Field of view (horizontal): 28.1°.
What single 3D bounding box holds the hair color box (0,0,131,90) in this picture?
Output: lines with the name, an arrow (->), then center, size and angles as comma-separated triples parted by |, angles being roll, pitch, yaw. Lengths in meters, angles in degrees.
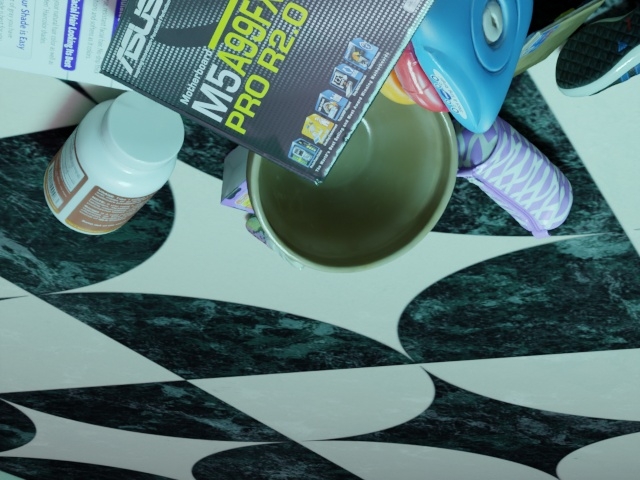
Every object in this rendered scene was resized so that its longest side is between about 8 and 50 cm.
hair color box -> -0.231, -0.241, 1.149 | 0.338, 0.110, 0.185 | 10, 145, -10

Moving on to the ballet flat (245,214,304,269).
ballet flat -> 0.000, 0.000, 1.751 | 0.221, 0.079, 0.077 | -1, 158, 13

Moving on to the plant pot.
plant pot -> 0.024, -0.092, 1.425 | 0.237, 0.237, 0.110 | 15, -165, -24

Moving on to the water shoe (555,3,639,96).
water shoe -> 0.318, -0.186, 1.256 | 0.080, 0.073, 0.203 | 15, 156, -30

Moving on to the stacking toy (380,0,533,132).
stacking toy -> 0.031, -0.206, 1.205 | 0.302, 0.166, 0.175 | 7, 153, 34

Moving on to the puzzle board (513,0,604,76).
puzzle board -> 0.217, -0.194, 1.266 | 0.096, 0.011, 0.128 | -30, 172, -27

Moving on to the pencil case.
pencil case -> 0.223, -0.079, 1.512 | 0.086, 0.088, 0.206 | -14, 152, 35

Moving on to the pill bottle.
pill bottle -> -0.242, -0.094, 1.516 | 0.121, 0.121, 0.216 | 15, 155, -24

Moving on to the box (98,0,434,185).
box -> -0.033, -0.198, 1.029 | 0.216, 0.060, 0.270 | 27, 128, -8

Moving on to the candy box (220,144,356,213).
candy box -> -0.001, -0.077, 1.578 | 0.196, 0.070, 0.165 | 16, 155, -24
